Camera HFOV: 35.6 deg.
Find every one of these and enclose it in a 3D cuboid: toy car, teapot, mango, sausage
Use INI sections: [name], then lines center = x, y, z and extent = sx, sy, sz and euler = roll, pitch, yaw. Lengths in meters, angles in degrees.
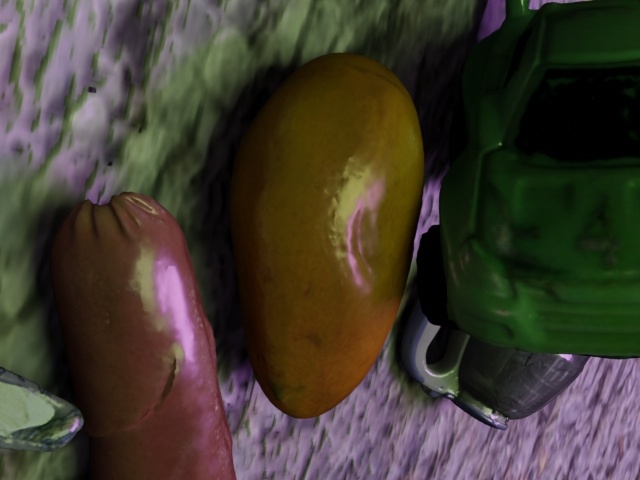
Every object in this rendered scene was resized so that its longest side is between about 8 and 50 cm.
[toy car]
center = 0.185, -0.074, 0.659
extent = 0.358, 0.213, 0.176
euler = -64, 150, -53
[teapot]
center = 0.141, 0.095, 0.802
extent = 0.108, 0.111, 0.149
euler = -57, 145, 1
[mango]
center = 0.000, 0.000, 0.603
extent = 0.147, 0.109, 0.227
euler = -16, 116, -73
[sausage]
center = -0.084, 0.169, 0.581
extent = 0.088, 0.088, 0.433
euler = -27, 122, -42

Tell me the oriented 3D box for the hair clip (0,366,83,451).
[hair clip]
center = -0.205, 0.059, 0.437
extent = 0.229, 0.036, 0.066
euler = 25, 78, -44
